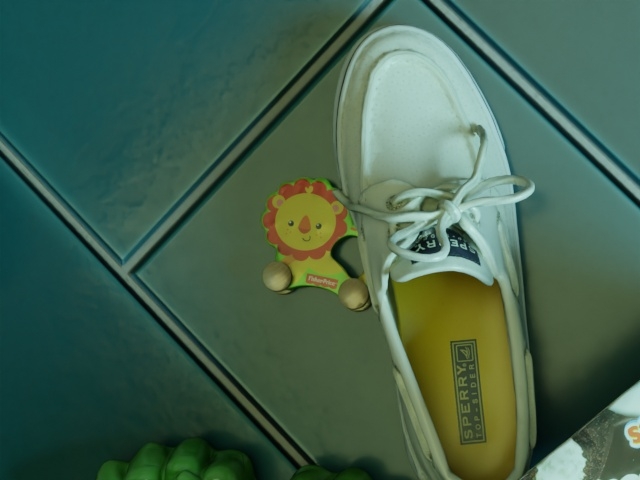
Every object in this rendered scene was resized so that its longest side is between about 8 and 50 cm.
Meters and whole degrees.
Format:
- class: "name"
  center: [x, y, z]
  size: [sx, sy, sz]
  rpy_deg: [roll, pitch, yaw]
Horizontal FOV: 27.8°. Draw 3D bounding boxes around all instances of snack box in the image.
- class: "snack box"
  center: [0.189, 0.152, 0.842]
  size: [0.322, 0.187, 0.060]
  rpy_deg: [-39, 72, -1]

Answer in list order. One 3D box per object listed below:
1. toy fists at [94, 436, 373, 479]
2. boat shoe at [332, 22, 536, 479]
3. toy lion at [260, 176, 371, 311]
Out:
- class: "toy fists"
  center: [-0.049, 0.234, 0.986]
  size: [0.279, 0.096, 0.142]
  rpy_deg: [8, 90, 13]
- class: "boat shoe"
  center: [0.082, 0.008, 0.911]
  size: [0.136, 0.156, 0.367]
  rpy_deg: [-7, 81, -1]
- class: "toy lion"
  center: [0.000, 0.000, 1.012]
  size: [0.100, 0.034, 0.096]
  rpy_deg: [13, 85, 12]
